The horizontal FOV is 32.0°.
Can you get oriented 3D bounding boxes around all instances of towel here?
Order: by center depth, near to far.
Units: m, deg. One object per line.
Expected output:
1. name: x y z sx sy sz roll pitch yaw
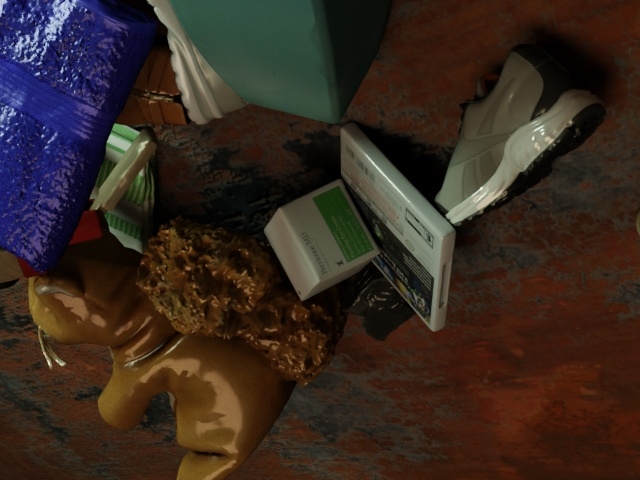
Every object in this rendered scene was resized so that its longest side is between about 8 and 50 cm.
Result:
1. towel: -0.323 -0.146 1.195 0.228 0.076 0.308 32 109 19
2. towel: -0.333 -0.081 1.550 0.248 0.038 0.325 26 147 9

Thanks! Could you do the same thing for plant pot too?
1. plant pot: -0.027 -0.229 1.019 0.165 0.165 0.234 16 151 21

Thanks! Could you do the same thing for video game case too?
1. video game case: 0.082 -0.014 1.242 0.190 0.022 0.173 50 157 32

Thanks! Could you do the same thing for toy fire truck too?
1. toy fire truck: -0.322 -0.081 1.372 0.246 0.217 0.158 -12 143 -9

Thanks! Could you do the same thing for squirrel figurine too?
1. squirrel figurine: -0.183 0.084 1.464 0.370 0.281 0.397 40 129 -13

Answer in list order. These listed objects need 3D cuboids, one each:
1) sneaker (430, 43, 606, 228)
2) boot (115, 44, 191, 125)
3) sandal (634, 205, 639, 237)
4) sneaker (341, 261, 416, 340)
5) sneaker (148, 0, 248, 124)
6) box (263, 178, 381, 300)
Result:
1. sneaker: 0.176 -0.097 1.099 0.108 0.100 0.271 55 152 10
2. boot: -0.220 -0.218 1.265 0.152 0.073 0.197 9 134 12
3. sandal: 0.401 0.047 1.125 0.088 0.079 0.240 -39 94 10
4. sneaker: 0.091 0.063 1.391 0.089 0.051 0.170 21 134 -24
5. sneaker: -0.113 -0.255 1.129 0.115 0.105 0.281 -13 131 3
6. box: 0.000 0.000 1.299 0.101 0.087 0.102 61 162 7
